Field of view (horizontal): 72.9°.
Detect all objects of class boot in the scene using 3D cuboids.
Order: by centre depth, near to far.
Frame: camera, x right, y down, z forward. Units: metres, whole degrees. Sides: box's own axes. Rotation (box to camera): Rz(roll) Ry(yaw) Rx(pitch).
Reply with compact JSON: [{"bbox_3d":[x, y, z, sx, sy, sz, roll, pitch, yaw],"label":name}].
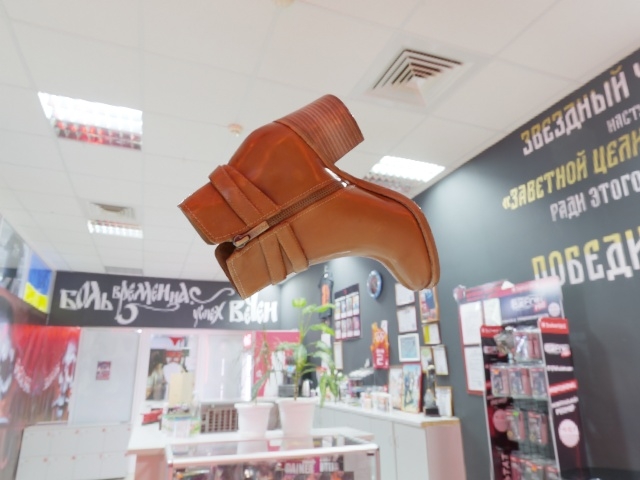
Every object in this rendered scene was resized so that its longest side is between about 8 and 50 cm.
[{"bbox_3d":[0.000,0.000,0.500,0.283,0.220,0.109,56,-20,-20],"label":"boot"}]
